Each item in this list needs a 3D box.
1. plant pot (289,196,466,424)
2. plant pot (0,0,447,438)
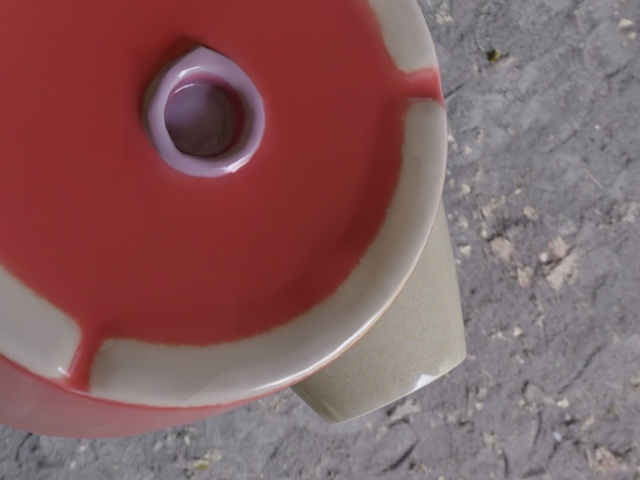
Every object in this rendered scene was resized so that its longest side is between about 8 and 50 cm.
[{"bbox_3d":[0.000,0.000,0.797,0.256,0.256,0.274,-26,87,8],"label":"plant pot"},{"bbox_3d":[-0.083,-0.035,0.428,0.275,0.243,0.275,2,86,-21],"label":"plant pot"}]
